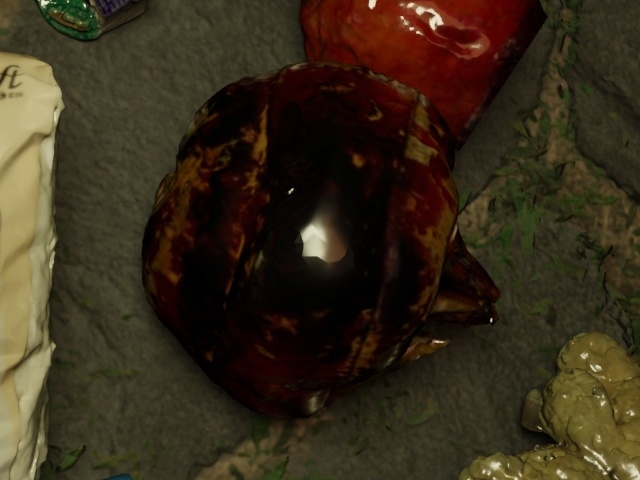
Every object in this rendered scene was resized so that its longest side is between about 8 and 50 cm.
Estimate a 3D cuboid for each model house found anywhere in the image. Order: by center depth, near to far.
[{"bbox_3d":[-0.193,-0.231,0.998,0.087,0.100,0.101,-29,93,-23],"label":"model house"}]

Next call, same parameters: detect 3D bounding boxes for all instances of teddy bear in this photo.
[{"bbox_3d":[0.239,0.239,1.061,0.256,0.156,0.267,-25,92,-21],"label":"teddy bear"}]

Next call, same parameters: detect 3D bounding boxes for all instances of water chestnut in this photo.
[{"bbox_3d":[0.000,0.000,0.960,0.244,0.289,0.289,41,65,-46],"label":"water chestnut"}]

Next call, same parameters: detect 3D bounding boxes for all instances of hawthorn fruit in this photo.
[{"bbox_3d":[0.068,-0.185,1.052,0.251,0.189,0.189,13,77,-16],"label":"hawthorn fruit"}]

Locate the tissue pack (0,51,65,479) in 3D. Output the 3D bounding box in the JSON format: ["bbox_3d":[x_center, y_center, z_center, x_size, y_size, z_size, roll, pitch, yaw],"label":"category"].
[{"bbox_3d":[-0.365,0.031,0.809,0.375,0.195,0.390,6,104,-16],"label":"tissue pack"}]

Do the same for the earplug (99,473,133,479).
[{"bbox_3d":[-0.265,0.261,0.878,0.273,0.132,0.132,-7,84,-19],"label":"earplug"}]
